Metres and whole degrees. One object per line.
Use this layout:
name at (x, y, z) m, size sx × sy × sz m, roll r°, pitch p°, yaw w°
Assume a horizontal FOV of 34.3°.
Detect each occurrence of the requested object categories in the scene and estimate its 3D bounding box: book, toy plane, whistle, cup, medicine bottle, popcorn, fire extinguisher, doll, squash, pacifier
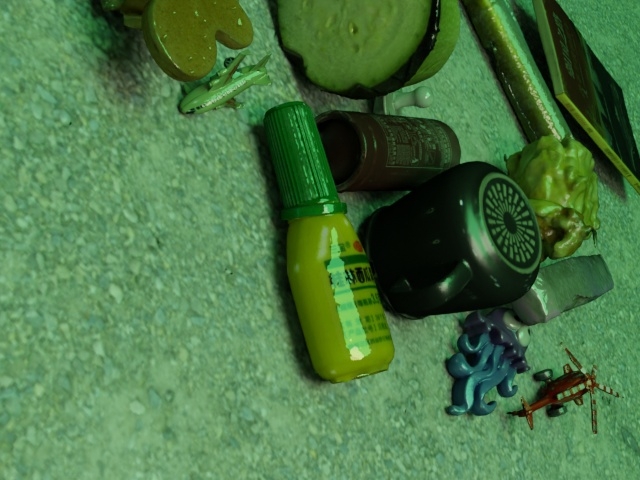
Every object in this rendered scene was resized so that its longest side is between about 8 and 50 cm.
book at (0.479, -0.261, 1.833) m, size 0.374 × 0.028 × 0.262 m, roll 36°, pitch 41°, yaw -44°
toy plane at (-0.099, -0.162, 1.082) m, size 0.111 × 0.102 × 0.040 m, roll -24°, pitch 66°, yaw -18°
whistle at (0.319, -0.263, 1.652) m, size 0.326 × 0.068 × 0.057 m, roll 63°, pitch 23°, yaw -4°
toy plane at (0.322, 0.219, 1.406) m, size 0.126 × 0.077 × 0.194 m, roll 56°, pitch 46°, yaw -8°
cup at (0.140, 0.016, 1.194) m, size 0.223 × 0.177 × 0.169 m, roll -44°, pitch 109°, yaw -48°
medicine bottle at (0.000, 0.000, 1.114) m, size 0.111 × 0.076 × 0.308 m, roll -4°, pitch 74°, yaw -53°
popcorn at (0.328, -0.057, 1.476) m, size 0.195 × 0.174 × 0.168 m, roll -40°, pitch 146°, yaw -57°
fire extinguisher at (0.097, -0.101, 1.267) m, size 0.269 × 0.105 × 0.104 m, roll -3°, pitch 74°, yaw -52°
doll at (0.215, 0.153, 1.313) m, size 0.110 × 0.067 × 0.206 m, roll 47°, pitch 51°, yaw -11°
squash at (0.064, -0.279, 1.218) m, size 0.133 × 0.220 × 0.220 m, roll -25°, pitch 92°, yaw -52°
pacifier at (0.110, -0.179, 1.344) m, size 0.081 × 0.078 × 0.099 m, roll 59°, pitch 31°, yaw -47°

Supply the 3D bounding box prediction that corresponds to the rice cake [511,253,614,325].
rice cake at (0.343, 0.067, 1.460) m, size 0.399 × 0.064 × 0.070 m, roll -5°, pitch 67°, yaw -63°

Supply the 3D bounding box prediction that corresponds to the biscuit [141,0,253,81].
biscuit at (-0.123, -0.252, 1.014) m, size 0.158 × 0.035 × 0.240 m, roll 40°, pitch 48°, yaw -34°

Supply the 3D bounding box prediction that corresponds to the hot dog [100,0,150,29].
hot dog at (-0.158, -0.310, 1.083) m, size 0.109 × 0.072 × 0.269 m, roll 52°, pitch 41°, yaw -22°
